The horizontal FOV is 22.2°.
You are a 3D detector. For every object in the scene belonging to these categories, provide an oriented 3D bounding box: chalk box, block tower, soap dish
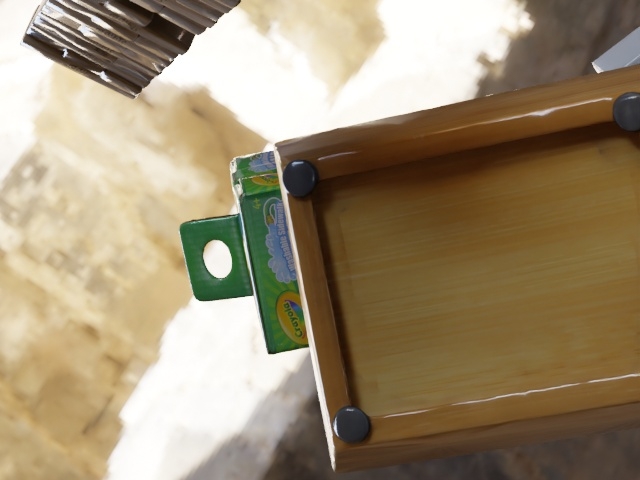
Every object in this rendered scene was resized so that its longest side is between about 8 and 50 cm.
[{"bbox_3d":[0.000,0.000,1.725,0.179,0.289,0.180,-113,11,-74],"label":"chalk box"},{"bbox_3d":[-0.096,-0.174,0.971,0.091,0.097,0.335,27,164,-15],"label":"block tower"},{"bbox_3d":[0.117,0.019,1.039,0.290,0.229,0.118,-11,177,17],"label":"soap dish"}]

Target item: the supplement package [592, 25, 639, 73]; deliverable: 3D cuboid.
[{"bbox_3d":[0.457,-0.233,2.093,0.105,0.179,0.105,51,-172,-16],"label":"supplement package"}]
